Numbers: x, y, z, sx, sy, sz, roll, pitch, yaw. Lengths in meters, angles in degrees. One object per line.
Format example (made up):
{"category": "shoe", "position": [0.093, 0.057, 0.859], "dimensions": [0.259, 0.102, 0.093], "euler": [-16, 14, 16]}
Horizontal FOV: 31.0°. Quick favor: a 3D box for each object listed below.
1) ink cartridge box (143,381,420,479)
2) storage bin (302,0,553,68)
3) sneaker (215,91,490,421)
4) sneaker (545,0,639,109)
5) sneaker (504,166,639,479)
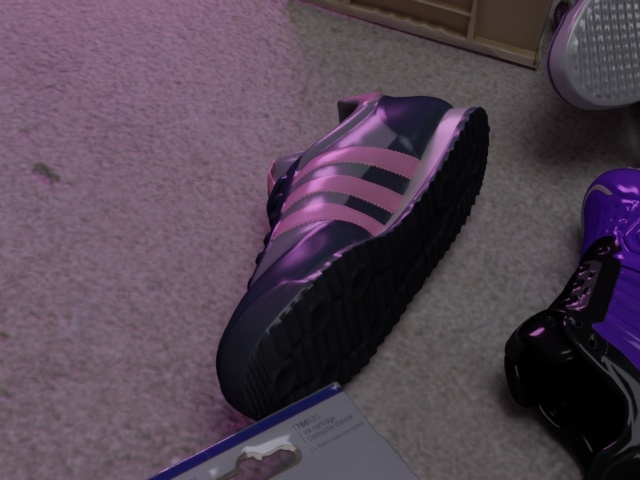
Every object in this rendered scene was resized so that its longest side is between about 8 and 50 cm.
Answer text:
{"category": "ink cartridge box", "position": [0.040, 0.238, 0.599], "dimensions": [0.165, 0.065, 0.332], "euler": [-23, 58, -30]}
{"category": "storage bin", "position": [0.110, -0.320, 1.095], "dimensions": [0.260, 0.123, 0.262], "euler": [16, 47, 3]}
{"category": "sneaker", "position": [0.000, 0.000, 0.800], "dimensions": [0.131, 0.112, 0.319], "euler": [17, 41, 26]}
{"category": "sneaker", "position": [0.250, -0.184, 1.003], "dimensions": [0.282, 0.161, 0.102], "euler": [-42, 104, -33]}
{"category": "sneaker", "position": [0.193, 0.056, 0.777], "dimensions": [0.146, 0.102, 0.293], "euler": [4, 47, -9]}
